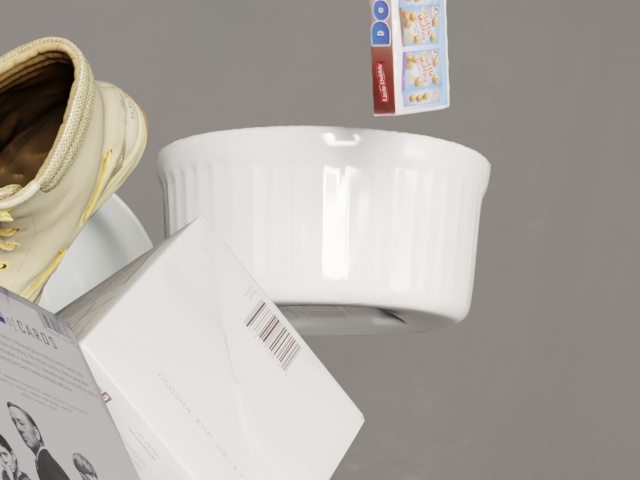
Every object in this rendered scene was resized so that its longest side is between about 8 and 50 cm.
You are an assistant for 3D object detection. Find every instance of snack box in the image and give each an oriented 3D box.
[{"bbox_3d":[0.058,-0.174,1.287,0.022,0.064,0.178,4,100,38],"label":"snack box"}]

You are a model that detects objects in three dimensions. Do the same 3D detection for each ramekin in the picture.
[{"bbox_3d":[0.000,0.000,1.591,0.277,0.277,0.135,-11,74,52],"label":"ramekin"}]

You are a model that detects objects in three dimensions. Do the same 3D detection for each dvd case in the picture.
[{"bbox_3d":[-0.147,0.114,1.005,0.030,0.179,0.238,-36,58,10],"label":"dvd case"}]

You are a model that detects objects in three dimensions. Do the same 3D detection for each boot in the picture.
[{"bbox_3d":[-0.220,-0.009,1.256,0.262,0.095,0.203,-50,-7,-2],"label":"boot"}]

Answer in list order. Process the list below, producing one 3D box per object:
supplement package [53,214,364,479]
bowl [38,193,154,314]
[{"bbox_3d":[-0.151,0.155,1.384,0.263,0.199,0.198,-32,11,32],"label":"supplement package"},{"bbox_3d":[-0.298,0.066,1.730,0.134,0.298,0.297,14,82,63],"label":"bowl"}]
